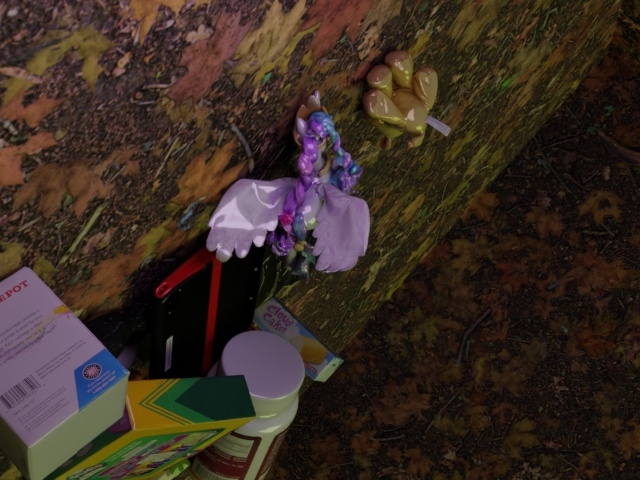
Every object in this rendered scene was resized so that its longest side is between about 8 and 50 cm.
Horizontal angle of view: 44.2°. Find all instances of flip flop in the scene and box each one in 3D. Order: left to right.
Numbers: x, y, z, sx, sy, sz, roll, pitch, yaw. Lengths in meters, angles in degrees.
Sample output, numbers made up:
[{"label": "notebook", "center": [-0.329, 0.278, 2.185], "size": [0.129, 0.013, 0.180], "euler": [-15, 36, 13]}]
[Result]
[{"label": "flip flop", "center": [-0.139, 0.051, 1.860], "size": [0.112, 0.080, 0.277], "euler": [-34, 144, -36]}]

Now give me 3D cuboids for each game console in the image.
[{"label": "game console", "center": [-0.246, 0.148, 1.681], "size": [0.342, 0.060, 0.386], "euler": [-40, 153, -41]}]

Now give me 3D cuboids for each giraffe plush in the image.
[{"label": "giraffe plush", "center": [0.163, -0.287, 1.714], "size": [0.181, 0.210, 0.170], "euler": [-47, -167, -16]}]

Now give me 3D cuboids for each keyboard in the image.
[{"label": "keyboard", "center": [0.000, 0.000, 2.166], "size": [0.201, 0.033, 0.317], "euler": [-36, 161, -36]}]

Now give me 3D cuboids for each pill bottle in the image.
[{"label": "pill bottle", "center": [-0.180, 0.404, 1.837], "size": [0.224, 0.224, 0.392], "euler": [-32, 153, -44]}]

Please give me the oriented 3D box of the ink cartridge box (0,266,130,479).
[{"label": "ink cartridge box", "center": [-0.425, 0.197, 1.155], "size": [0.171, 0.233, 0.168], "euler": [-37, 163, -33]}]

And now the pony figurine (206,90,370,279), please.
[{"label": "pony figurine", "center": [-0.032, -0.069, 1.568], "size": [0.363, 0.303, 0.351], "euler": [81, 22, -64]}]

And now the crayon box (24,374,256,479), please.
[{"label": "crayon box", "center": [-0.366, 0.389, 1.584], "size": [0.363, 0.106, 0.313], "euler": [-35, 153, 31]}]

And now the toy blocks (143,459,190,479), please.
[{"label": "toy blocks", "center": [-0.525, 0.596, 1.885], "size": [0.381, 0.191, 0.261], "euler": [-37, -168, -23]}]

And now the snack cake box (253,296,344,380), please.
[{"label": "snack cake box", "center": [-0.067, 0.274, 2.209], "size": [0.089, 0.264, 0.152], "euler": [-48, 164, 0]}]

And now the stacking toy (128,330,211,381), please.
[{"label": "stacking toy", "center": [-0.372, 0.330, 1.796], "size": [0.309, 0.130, 0.279], "euler": [-39, 162, -29]}]

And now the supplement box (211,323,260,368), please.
[{"label": "supplement box", "center": [-0.256, 0.283, 2.076], "size": [0.188, 0.081, 0.104], "euler": [-27, 155, -50]}]

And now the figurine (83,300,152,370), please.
[{"label": "figurine", "center": [-0.407, 0.217, 1.531], "size": [0.215, 0.092, 0.209], "euler": [-56, 166, 31]}]
